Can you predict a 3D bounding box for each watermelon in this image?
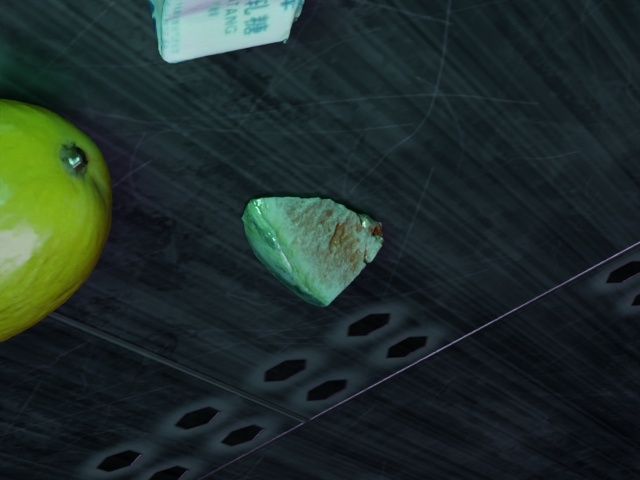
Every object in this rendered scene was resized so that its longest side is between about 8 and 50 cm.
[{"bbox_3d":[-0.007,0.007,1.479,0.094,0.081,0.180,-56,152,9],"label":"watermelon"}]

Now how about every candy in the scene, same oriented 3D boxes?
[{"bbox_3d":[-0.057,-0.182,1.042,0.092,0.073,0.160,-10,153,-13],"label":"candy"}]

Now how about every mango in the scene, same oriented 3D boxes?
[{"bbox_3d":[-0.285,0.014,1.169,0.331,0.142,0.195,-28,149,18],"label":"mango"}]
